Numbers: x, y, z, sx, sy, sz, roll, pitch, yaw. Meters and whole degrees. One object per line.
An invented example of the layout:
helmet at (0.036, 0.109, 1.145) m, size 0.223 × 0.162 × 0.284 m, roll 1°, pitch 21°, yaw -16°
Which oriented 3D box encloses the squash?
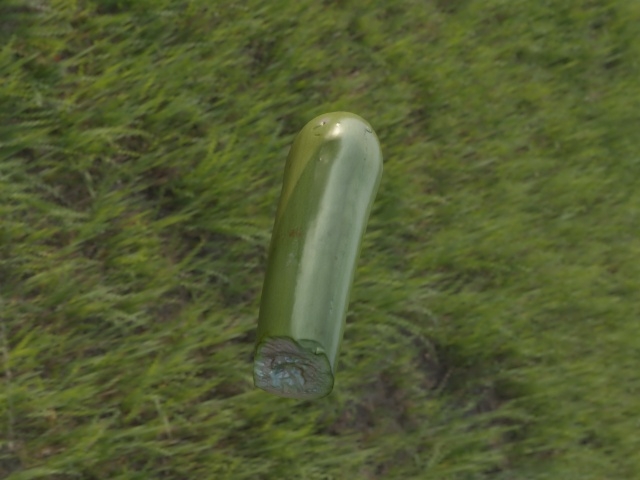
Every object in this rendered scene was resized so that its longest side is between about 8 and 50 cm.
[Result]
squash at (0.000, 0.000, 0.889) m, size 0.083 × 0.083 × 0.250 m, roll 40°, pitch 47°, yaw -36°
